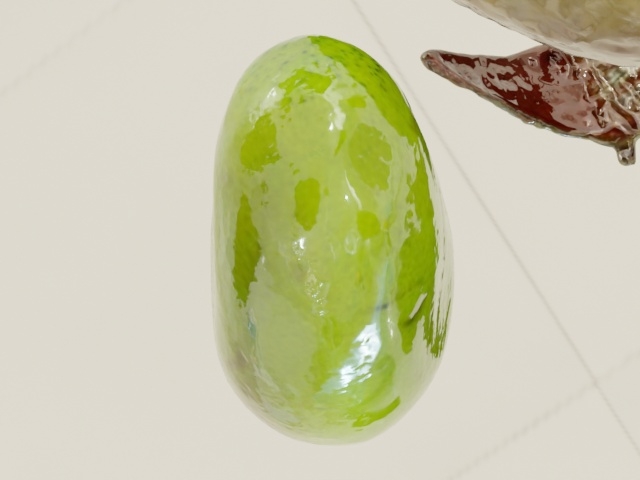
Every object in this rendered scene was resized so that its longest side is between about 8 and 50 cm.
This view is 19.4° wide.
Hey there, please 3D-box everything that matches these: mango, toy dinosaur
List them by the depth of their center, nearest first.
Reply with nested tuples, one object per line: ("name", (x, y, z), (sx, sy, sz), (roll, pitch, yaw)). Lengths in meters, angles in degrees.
("mango", (-0.001, 0.006, 0.643), (0.089, 0.163, 0.117), (2, 68, 10))
("toy dinosaur", (0.221, -0.151, 0.987), (0.327, 0.113, 0.206), (-3, 75, 13))

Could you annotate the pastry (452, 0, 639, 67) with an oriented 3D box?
("pastry", (0.140, -0.237, 0.735), (0.356, 0.164, 0.356), (7, 105, 27))
